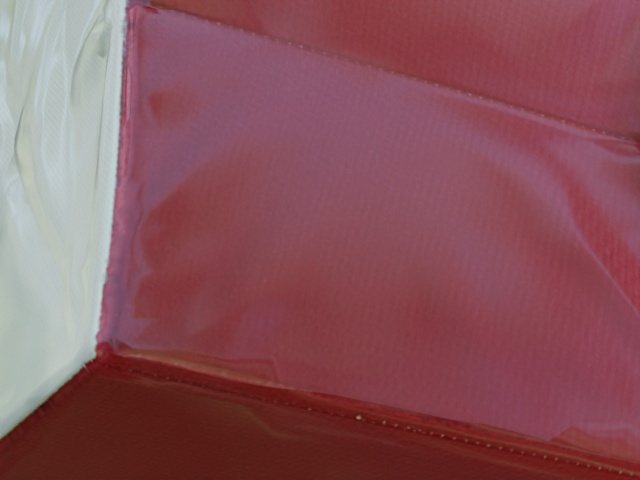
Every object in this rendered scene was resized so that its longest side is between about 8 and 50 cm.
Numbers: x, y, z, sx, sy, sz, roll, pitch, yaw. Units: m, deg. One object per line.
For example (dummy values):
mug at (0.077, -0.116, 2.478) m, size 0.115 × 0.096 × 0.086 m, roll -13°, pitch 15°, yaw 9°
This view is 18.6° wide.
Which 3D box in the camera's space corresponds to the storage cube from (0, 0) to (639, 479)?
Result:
storage cube at (0.000, 0.000, 0.544) m, size 0.193 × 0.183 × 0.215 m, roll 15°, pitch -27°, yaw -24°
